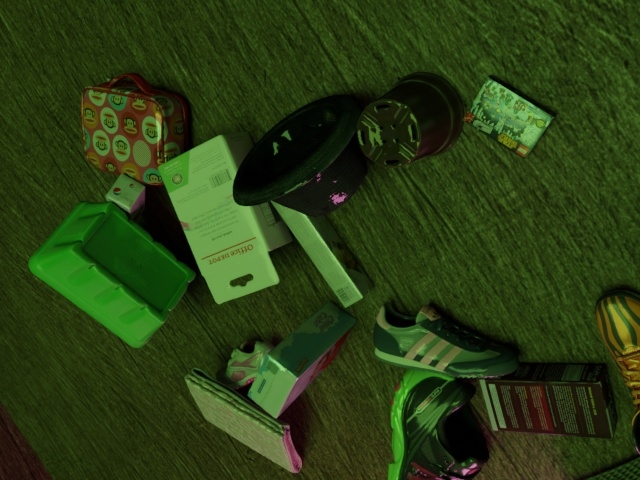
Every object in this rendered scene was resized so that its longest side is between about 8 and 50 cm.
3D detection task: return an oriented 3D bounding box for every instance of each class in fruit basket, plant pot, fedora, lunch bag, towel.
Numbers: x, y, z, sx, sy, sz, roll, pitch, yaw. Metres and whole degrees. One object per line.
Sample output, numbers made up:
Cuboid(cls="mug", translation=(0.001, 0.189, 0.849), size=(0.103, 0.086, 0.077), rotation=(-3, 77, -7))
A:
Cuboid(cls="fruit basket", translation=(-0.552, 0.080, 1.681), size=(0.393, 0.282, 0.392), rotation=(19, 145, 14))
Cuboid(cls="plant pot", translation=(0.159, -0.216, 1.170), size=(0.167, 0.165, 0.166), rotation=(13, 117, 28))
Cuboid(cls="fedora", translation=(-0.021, -0.144, 1.279), size=(0.334, 0.333, 0.152), rotation=(-21, 125, 38))
Cuboid(cls="lunch bag", translation=(-0.465, -0.288, 1.571), size=(0.293, 0.120, 0.258), rotation=(18, 120, 26))
Cuboid(cls="towel", translation=(-0.208, 0.501, 1.744), size=(0.332, 0.053, 0.316), rotation=(26, 149, 21))

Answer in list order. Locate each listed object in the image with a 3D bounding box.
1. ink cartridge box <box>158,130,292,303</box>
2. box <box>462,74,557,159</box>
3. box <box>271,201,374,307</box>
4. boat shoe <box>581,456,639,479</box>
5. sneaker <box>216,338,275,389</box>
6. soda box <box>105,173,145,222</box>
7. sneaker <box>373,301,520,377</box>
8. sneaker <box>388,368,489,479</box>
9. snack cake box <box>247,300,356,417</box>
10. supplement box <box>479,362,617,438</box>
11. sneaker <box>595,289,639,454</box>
Cuboid(cls="ink cartridge box", translation=(-0.207, -0.051, 1.475), size=(0.207, 0.119, 0.353), rotation=(-20, 93, 28))
Cuboid(cls="box", translation=(0.338, -0.222, 1.138), size=(0.137, 0.027, 0.093), rotation=(36, 127, 14))
Cuboid(cls="box", translation=(0.000, 0.000, 1.438), size=(0.067, 0.063, 0.324), rotation=(-36, 90, 37))
Cuboid(cls="boat shoe", translation=(0.657, 0.503, 1.178), size=(0.156, 0.187, 0.500), rotation=(45, 133, 1))
Cuboid(cls="sneaker", translation=(-0.193, 0.325, 1.702), size=(0.252, 0.103, 0.111), rotation=(-24, 89, 36))
Cuboid(cls="soda box", translation=(-0.503, -0.097, 1.643), size=(0.069, 0.073, 0.216), rotation=(31, 161, -8))
Cuboid(cls="sneaker", translation=(0.257, 0.207, 1.341), size=(0.319, 0.112, 0.130), rotation=(3, 104, 27))
Cuboid(cls="sneaker", translation=(0.272, 0.507, 1.423), size=(0.202, 0.185, 0.482), rotation=(9, 117, 34))
Cuboid(cls="snack cake box", translation=(-0.039, 0.268, 1.460), size=(0.089, 0.264, 0.152), rotation=(35, 126, 15))
Cuboid(cls="supplement box", translation=(0.460, 0.321, 1.283), size=(0.240, 0.073, 0.130), rotation=(-6, 108, 36))
Cuboid(cls="sneaker", translation=(0.580, 0.249, 1.102), size=(0.125, 0.180, 0.321), rotation=(-32, 92, 39))
